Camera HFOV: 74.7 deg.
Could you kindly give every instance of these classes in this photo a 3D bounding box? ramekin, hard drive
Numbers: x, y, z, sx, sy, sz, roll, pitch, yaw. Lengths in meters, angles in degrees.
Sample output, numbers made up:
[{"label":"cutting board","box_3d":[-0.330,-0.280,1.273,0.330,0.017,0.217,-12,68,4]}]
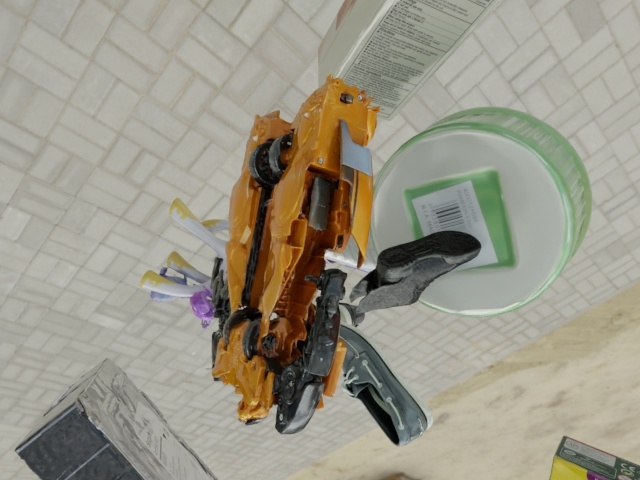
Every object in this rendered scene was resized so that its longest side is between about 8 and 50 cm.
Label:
[{"label":"ramekin","box_3d":[0.219,-0.037,0.616,0.148,0.303,0.303,-27,155,-53]},{"label":"hard drive","box_3d":[-0.163,0.292,0.468,0.064,0.237,0.339,-40,98,-20]}]

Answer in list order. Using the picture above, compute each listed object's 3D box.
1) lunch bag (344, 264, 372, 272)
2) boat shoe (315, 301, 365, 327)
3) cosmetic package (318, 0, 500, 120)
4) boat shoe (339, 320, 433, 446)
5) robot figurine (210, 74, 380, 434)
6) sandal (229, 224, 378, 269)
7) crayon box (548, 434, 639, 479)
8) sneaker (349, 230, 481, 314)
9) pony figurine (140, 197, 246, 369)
[{"label":"lunch bag","box_3d":[0.111,0.036,1.195,0.128,0.097,0.151,19,170,-41]},{"label":"boat shoe","box_3d":[0.016,0.266,1.347,0.113,0.127,0.340,-11,162,-39]},{"label":"cosmetic package","box_3d":[0.122,-0.333,0.628,0.153,0.129,0.296,10,154,-24]},{"label":"boat shoe","box_3d":[0.099,0.306,0.928,0.099,0.319,0.116,-27,146,-33]},{"label":"robot figurine","box_3d":[-0.029,0.016,0.382,0.085,0.211,0.291,11,85,-34]},{"label":"sandal","box_3d":[0.000,-0.014,0.927,0.415,0.170,0.102,9,152,-25]},{"label":"crayon box","box_3d":[0.593,0.583,0.736,0.106,0.362,0.314,-7,105,-50]},{"label":"sneaker","box_3d":[0.123,0.044,0.550,0.170,0.051,0.089,-12,134,-13]},{"label":"pony figurine","box_3d":[-0.216,0.102,0.980,0.363,0.351,0.303,17,170,9]}]
